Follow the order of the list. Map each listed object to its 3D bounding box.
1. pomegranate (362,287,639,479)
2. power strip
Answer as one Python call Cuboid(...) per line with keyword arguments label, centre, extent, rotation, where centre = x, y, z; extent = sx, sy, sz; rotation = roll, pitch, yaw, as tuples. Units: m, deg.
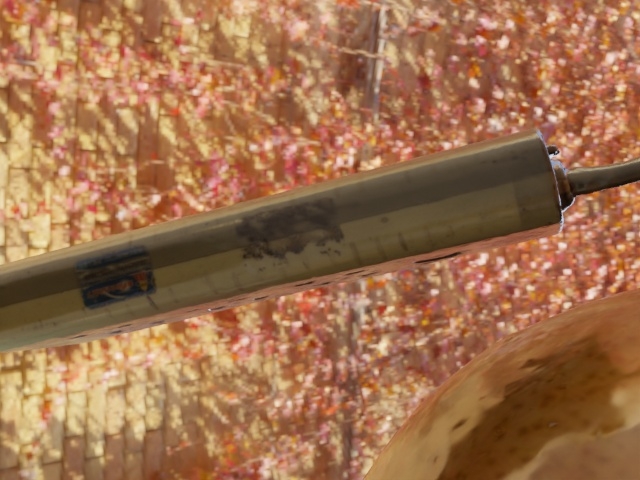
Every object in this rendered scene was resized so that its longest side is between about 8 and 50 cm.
Cuboid(label="pomegranate", centre=(0.168, 0.226, 0.391), extent=(0.417, 0.417, 0.416), rotation=(1, -89, 45))
Cuboid(label="power strip", centre=(0.000, 0.000, 0.381), extent=(0.268, 0.092, 0.034), rotation=(-14, -96, 11))
